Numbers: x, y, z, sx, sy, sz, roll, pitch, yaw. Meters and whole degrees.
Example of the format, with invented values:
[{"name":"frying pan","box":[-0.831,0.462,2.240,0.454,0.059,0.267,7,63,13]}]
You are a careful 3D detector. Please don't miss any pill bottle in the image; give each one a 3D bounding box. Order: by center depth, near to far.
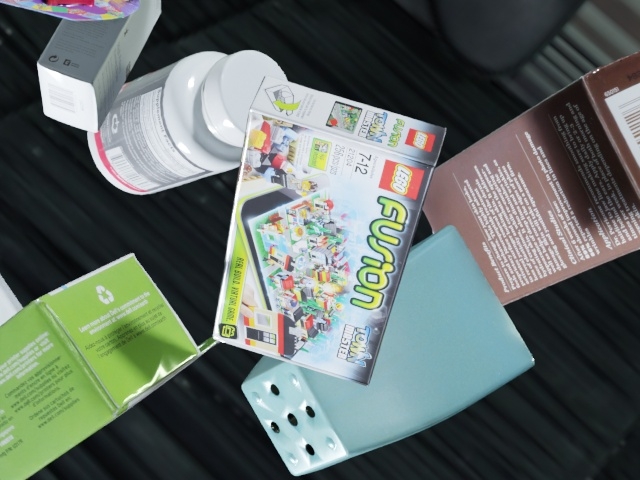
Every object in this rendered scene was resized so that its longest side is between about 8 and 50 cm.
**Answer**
[{"name":"pill bottle","box":[-0.191,-0.178,1.958,0.318,0.176,0.176,-12,-162,48]}]

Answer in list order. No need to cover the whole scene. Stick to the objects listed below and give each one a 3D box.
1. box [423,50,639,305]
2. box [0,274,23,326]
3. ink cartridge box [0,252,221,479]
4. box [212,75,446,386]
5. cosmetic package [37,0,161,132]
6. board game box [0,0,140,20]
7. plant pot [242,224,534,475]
[{"name":"box","box":[0.278,-0.058,1.520,0.143,0.191,0.381,-24,177,-30]},{"name":"box","box":[-0.404,0.061,1.203,0.215,0.345,0.168,-34,154,-10]},{"name":"ink cartridge box","box":[-0.179,0.092,1.006,0.189,0.097,0.255,-35,180,26]},{"name":"box","box":[0.000,0.000,0.835,0.036,0.114,0.207,-69,174,-45]},{"name":"cosmetic package","box":[-0.288,-0.271,1.757,0.117,0.085,0.231,101,10,-60]},{"name":"board game box","box":[-0.251,-0.247,1.231,0.133,0.168,0.033,-60,163,-64]},{"name":"plant pot","box":[0.053,0.126,1.317,0.234,0.166,0.165,-30,179,-38]}]
